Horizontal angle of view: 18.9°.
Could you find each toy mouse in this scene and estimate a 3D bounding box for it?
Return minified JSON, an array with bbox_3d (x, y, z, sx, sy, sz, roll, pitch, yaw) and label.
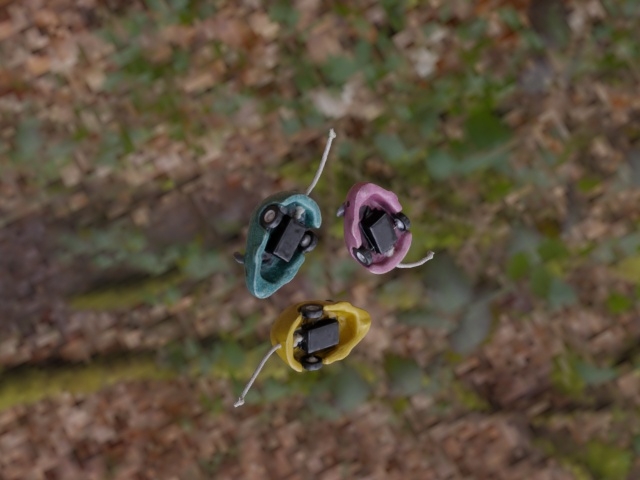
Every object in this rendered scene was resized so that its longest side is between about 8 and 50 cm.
[{"bbox_3d":[0.000,0.000,1.095,0.161,0.031,0.143,-22,119,-34],"label":"toy mouse"}]
